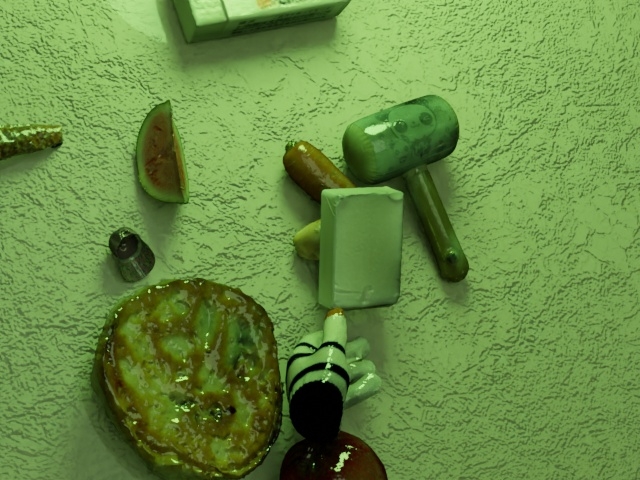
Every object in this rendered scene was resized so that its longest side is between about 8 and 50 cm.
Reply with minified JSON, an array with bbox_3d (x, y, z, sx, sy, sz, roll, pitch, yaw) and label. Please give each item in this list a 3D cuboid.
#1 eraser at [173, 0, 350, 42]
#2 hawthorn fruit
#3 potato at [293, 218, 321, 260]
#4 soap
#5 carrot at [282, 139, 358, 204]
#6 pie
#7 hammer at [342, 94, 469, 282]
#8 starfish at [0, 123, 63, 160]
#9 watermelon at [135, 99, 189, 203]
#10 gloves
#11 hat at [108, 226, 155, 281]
[{"bbox_3d":[-0.098,-0.408,1.971,0.279,0.081,0.124,-14,82,-23],"label":"eraser"},{"bbox_3d":[0.031,0.375,1.777,0.157,0.157,0.194,-36,106,-25],"label":"hawthorn fruit"},{"bbox_3d":[0.000,0.000,1.915,0.083,0.062,0.068,-21,54,0],"label":"potato"},{"bbox_3d":[0.063,0.012,1.874,0.121,0.064,0.183,-3,102,-25],"label":"soap"},{"bbox_3d":[0.026,-0.075,1.936,0.225,0.067,0.067,42,66,-7],"label":"carrot"},{"bbox_3d":[-0.184,0.199,1.778,0.315,0.092,0.315,8,71,-23],"label":"pie"},{"bbox_3d":[0.167,-0.073,1.979,0.201,0.113,0.306,-22,93,-21],"label":"hammer"},{"bbox_3d":[-0.591,-0.060,1.682,0.383,0.132,0.398,18,67,-10],"label":"starfish"},{"bbox_3d":[-0.228,-0.124,1.858,0.069,0.087,0.163,4,73,-51],"label":"watermelon"},{"bbox_3d":[0.006,0.198,1.813,0.131,0.219,0.140,-26,110,10],"label":"gloves"},{"bbox_3d":[-0.286,0.018,1.816,0.058,0.042,0.087,-36,124,-17],"label":"hat"}]
